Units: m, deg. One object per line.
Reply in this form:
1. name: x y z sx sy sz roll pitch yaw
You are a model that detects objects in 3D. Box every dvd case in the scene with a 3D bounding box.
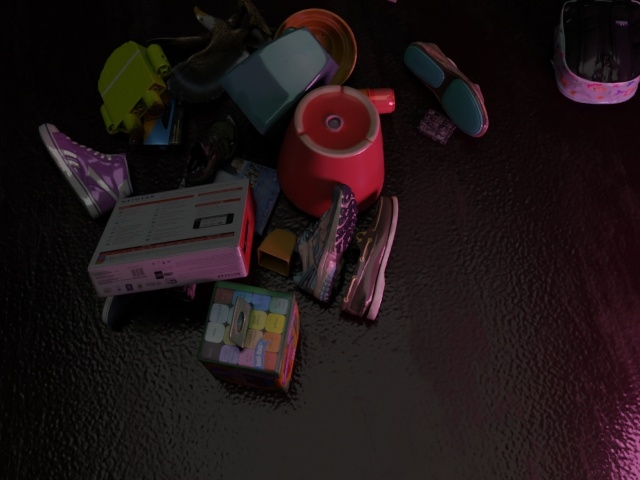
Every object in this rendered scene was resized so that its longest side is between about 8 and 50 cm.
1. dvd case: -0.229 -0.124 1.907 0.253 0.022 0.180 19 72 8

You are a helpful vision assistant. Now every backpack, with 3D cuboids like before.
1. backpack: 0.698 -0.462 1.916 0.225 0.191 0.254 2 62 5

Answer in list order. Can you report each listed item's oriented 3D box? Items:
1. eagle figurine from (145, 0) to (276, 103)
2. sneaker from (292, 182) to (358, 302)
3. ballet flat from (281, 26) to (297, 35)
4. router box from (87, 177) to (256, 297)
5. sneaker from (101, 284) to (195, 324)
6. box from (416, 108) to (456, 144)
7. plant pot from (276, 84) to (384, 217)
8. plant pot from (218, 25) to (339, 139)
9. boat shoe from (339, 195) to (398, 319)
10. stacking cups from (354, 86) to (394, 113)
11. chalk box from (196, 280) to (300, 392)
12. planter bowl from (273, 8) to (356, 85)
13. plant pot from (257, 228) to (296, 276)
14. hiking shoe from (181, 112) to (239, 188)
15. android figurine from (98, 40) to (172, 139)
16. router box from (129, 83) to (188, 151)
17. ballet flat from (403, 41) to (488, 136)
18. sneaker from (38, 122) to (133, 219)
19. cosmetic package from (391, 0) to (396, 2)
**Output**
1. eagle figurine: -0.278 -0.513 1.977 0.298 0.226 0.225 -37 107 13
2. sneaker: 0.000 0.000 1.754 0.122 0.110 0.283 19 108 18
3. ballet flat: -0.037 -0.434 1.900 0.074 0.074 0.203 -23 90 -7
4. router box: -0.322 -0.013 1.731 0.335 0.082 0.301 -8 32 6
5. sneaker: -0.393 0.126 1.784 0.163 0.086 0.226 28 72 14
6. box: 0.298 -0.291 1.955 0.083 0.018 0.067 30 73 12
7. plant pot: 0.030 -0.220 1.805 0.274 0.243 0.275 1 67 -2
8. plant pot: -0.082 -0.381 1.804 0.234 0.166 0.165 -39 86 9
9. boat shoe: 0.117 0.030 1.793 0.091 0.109 0.305 13 74 1
10. stacking cups: 0.029 -0.351 1.957 0.316 0.096 0.096 -5 69 -5
11. chalk box: -0.148 0.203 1.640 0.179 0.289 0.180 10 71 5
12. planter bowl: -0.016 -0.494 1.980 0.217 0.090 0.217 0 113 -1
13. plant pot: -0.096 0.021 1.821 0.081 0.081 0.083 22 62 10
14. hiking shoe: -0.266 -0.226 1.872 0.086 0.114 0.227 21 72 9
15. android figurine: -0.477 -0.389 1.930 0.248 0.056 0.273 -45 55 21
16. router box: -0.414 -0.317 1.971 0.133 0.046 0.179 0 70 2
17. ballet flat: 0.344 -0.398 1.953 0.106 0.107 0.316 -19 67 -42
18. sneaker: -0.574 -0.201 1.911 0.161 0.102 0.282 -35 83 -14
19. cosmetic package: 0.205 -0.720 2.106 0.060 0.041 0.115 24 72 10
